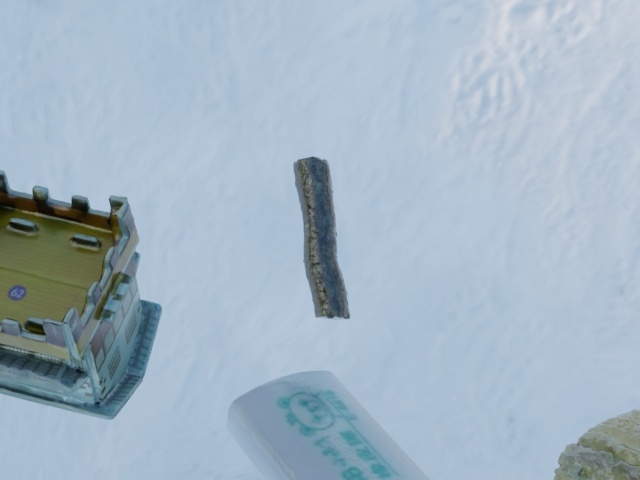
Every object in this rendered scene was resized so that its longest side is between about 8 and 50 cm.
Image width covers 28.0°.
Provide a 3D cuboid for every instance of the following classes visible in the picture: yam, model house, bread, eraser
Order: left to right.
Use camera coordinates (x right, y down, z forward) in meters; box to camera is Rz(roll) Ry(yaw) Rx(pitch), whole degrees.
[{"bbox_3d":[-0.312,0.069,1.412,0.224,0.215,0.198,11,49,11],"label":"model house"},{"bbox_3d":[0.000,0.000,1.928,0.061,0.061,0.253,-4,75,-13],"label":"yam"},{"bbox_3d":[0.016,0.313,1.821,0.189,0.104,0.290,-17,41,-28],"label":"eraser"},{"bbox_3d":[0.380,0.310,1.479,0.162,0.204,0.262,45,64,-42],"label":"bread"}]
